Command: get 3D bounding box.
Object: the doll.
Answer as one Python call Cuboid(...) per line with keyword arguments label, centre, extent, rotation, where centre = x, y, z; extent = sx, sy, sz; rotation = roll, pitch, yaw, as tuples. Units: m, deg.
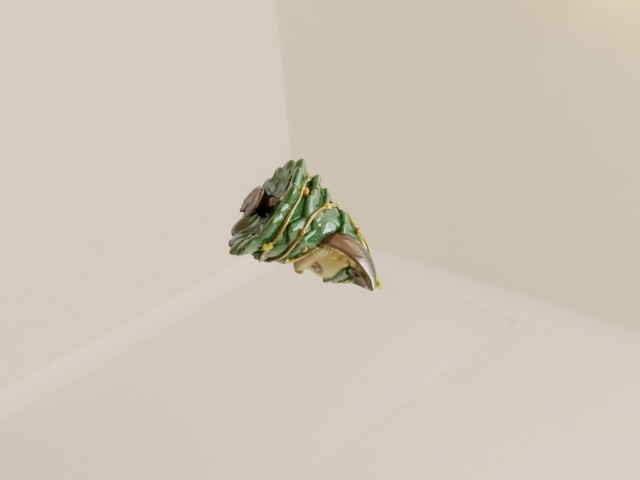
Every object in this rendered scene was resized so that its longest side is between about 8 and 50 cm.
Cuboid(label="doll", centre=(0.001, -0.011, 0.755), extent=(0.113, 0.076, 0.078), rotation=(17, -178, -18))
